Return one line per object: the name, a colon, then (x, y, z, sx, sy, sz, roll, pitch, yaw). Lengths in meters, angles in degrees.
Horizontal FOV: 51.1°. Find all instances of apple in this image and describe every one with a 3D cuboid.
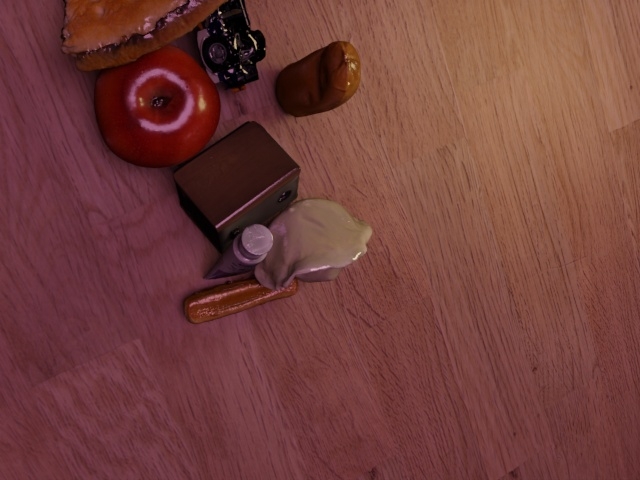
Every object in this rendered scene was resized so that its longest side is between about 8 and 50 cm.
apple: (-0.342, -0.277, 1.386, 0.260, 0.216, 0.260, -2, 96, -19)

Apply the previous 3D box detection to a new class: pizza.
pizza: (-0.344, -0.485, 1.289, 0.392, 0.435, 0.080, -67, 158, -14)

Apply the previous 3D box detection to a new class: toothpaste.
toothpaste: (-0.175, 0.041, 1.459, 0.114, 0.299, 0.073, -12, 77, -23)

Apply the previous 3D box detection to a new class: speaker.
speaker: (-0.181, -0.118, 1.476, 0.231, 0.153, 0.192, -38, 76, -18)

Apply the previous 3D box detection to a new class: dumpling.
dumpling: (0.000, 0.000, 1.554, 0.318, 0.243, 0.187, -30, 112, -25)

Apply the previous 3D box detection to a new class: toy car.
toy car: (-0.219, -0.470, 1.448, 0.118, 0.193, 0.301, -9, 107, 22)

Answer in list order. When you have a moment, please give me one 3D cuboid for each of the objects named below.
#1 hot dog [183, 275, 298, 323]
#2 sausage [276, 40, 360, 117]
hot dog: (-0.185, 0.131, 1.584, 0.286, 0.061, 0.088, -9, 102, -25)
sausage: (0.004, -0.346, 1.455, 0.116, 0.354, 0.134, 8, 91, -24)
